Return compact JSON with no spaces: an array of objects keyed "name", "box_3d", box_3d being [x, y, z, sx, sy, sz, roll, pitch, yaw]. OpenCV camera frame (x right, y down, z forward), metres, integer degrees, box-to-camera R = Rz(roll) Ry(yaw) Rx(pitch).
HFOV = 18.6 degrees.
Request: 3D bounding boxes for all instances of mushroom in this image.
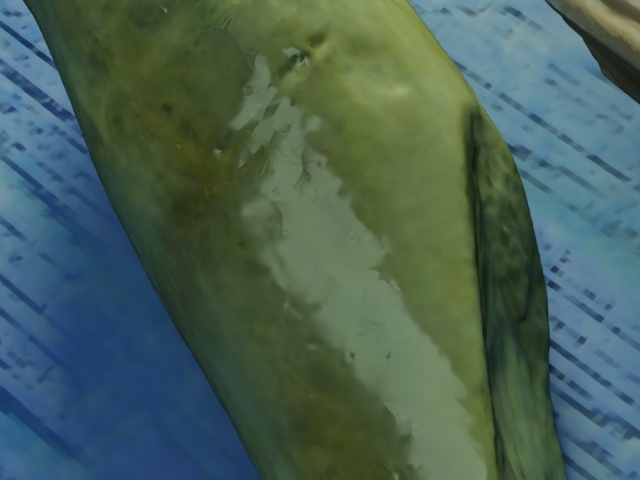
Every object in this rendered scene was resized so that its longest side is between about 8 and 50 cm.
[{"name":"mushroom","box_3d":[0.003,-0.002,0.533,0.107,0.087,0.333,-34,68,6]}]

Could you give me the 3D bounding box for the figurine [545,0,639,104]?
[{"name":"figurine","box_3d":[0.172,-0.101,0.487,0.237,0.141,0.162,-43,69,-3]}]
